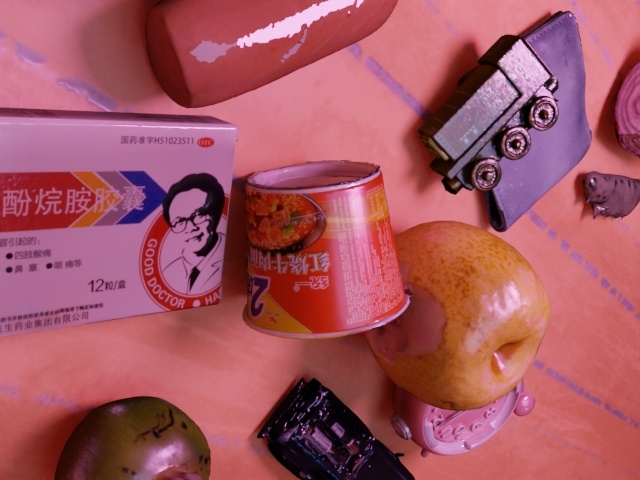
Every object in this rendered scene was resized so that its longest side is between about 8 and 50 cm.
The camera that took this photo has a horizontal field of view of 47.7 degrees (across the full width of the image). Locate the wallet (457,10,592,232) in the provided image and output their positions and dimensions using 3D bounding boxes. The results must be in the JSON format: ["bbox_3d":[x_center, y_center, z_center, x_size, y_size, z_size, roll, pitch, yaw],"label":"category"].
[{"bbox_3d":[0.343,-0.189,1.184,0.251,0.054,0.291,-38,128,-22],"label":"wallet"}]

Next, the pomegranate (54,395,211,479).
[{"bbox_3d":[-0.191,0.269,0.807,0.179,0.209,0.180,-8,101,-49],"label":"pomegranate"}]

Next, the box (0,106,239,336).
[{"bbox_3d":[-0.254,-0.021,0.733,0.353,0.069,0.215,-6,111,-41],"label":"box"}]

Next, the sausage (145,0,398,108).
[{"bbox_3d":[-0.040,-0.243,0.782,0.304,0.121,0.121,-30,125,-27],"label":"sausage"}]

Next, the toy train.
[{"bbox_3d":[0.242,-0.175,1.049,0.225,0.090,0.137,-47,113,1],"label":"toy train"}]

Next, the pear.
[{"bbox_3d":[0.180,0.098,1.022,0.271,0.271,0.271,-17,118,-35],"label":"pear"}]

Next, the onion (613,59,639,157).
[{"bbox_3d":[0.674,-0.257,1.345,0.207,0.216,0.206,25,74,-54],"label":"onion"}]

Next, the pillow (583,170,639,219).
[{"bbox_3d":[0.579,-0.085,1.433,0.241,0.051,0.093,0,107,-43],"label":"pillow"}]

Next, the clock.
[{"bbox_3d":[0.217,0.242,1.210,0.241,0.142,0.227,-32,126,-15],"label":"clock"}]

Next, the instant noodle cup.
[{"bbox_3d":[0.000,0.000,0.875,0.213,0.213,0.174,-17,110,-35],"label":"instant noodle cup"}]

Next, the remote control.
[{"bbox_3d":[0.050,0.357,1.152,0.145,0.062,0.399,-50,132,-14],"label":"remote control"}]
